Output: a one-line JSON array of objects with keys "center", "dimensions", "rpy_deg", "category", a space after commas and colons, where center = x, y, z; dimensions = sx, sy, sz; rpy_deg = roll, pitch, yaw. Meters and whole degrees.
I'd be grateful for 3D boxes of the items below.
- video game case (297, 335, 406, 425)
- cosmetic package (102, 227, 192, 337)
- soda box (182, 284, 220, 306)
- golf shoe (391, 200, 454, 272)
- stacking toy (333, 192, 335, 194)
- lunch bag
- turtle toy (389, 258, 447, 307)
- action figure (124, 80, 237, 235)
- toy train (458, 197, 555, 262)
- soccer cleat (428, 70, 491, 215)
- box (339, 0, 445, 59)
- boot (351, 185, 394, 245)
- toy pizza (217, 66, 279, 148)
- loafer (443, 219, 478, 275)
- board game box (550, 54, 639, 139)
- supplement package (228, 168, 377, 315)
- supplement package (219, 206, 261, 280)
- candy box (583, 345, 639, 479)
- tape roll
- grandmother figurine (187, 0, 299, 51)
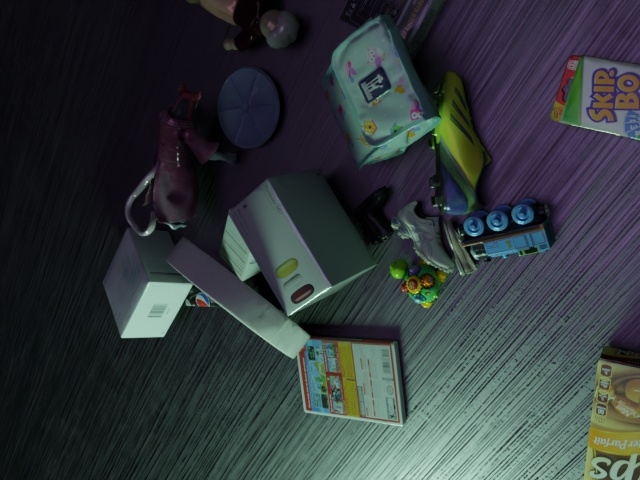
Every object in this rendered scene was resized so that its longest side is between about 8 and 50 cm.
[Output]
[{"center": [0.070, 0.343, 1.422], "dimensions": [0.285, 0.025, 0.204], "rpy_deg": [-3, 97, 33], "category": "video game case"}, {"center": [-0.503, 0.122, 1.645], "dimensions": [0.224, 0.138, 0.225], "rpy_deg": [-57, 47, 27], "category": "cosmetic package"}, {"center": [-0.313, 0.154, 1.611], "dimensions": [0.168, 0.060, 0.053], "rpy_deg": [-3, 98, 33], "category": "soda box"}, {"center": [0.234, -0.010, 1.231], "dimensions": [0.176, 0.069, 0.086], "rpy_deg": [47, 113, 15], "category": "golf shoe"}, {"center": [0.000, 0.000, 1.393], "dimensions": [0.167, 0.052, 0.221], "rpy_deg": [-32, 83, 34], "category": "stacking toy"}, {"center": [0.119, -0.288, 1.134], "dimensions": [0.224, 0.160, 0.262], "rpy_deg": [67, 165, 3], "category": "lunch bag"}, {"center": [0.209, 0.086, 1.258], "dimensions": [0.130, 0.066, 0.095], "rpy_deg": [40, 119, 36], "category": "turtle toy"}, {"center": [-0.386, -0.235, 1.478], "dimensions": [0.248, 0.275, 0.370], "rpy_deg": [38, 130, 28], "category": "action figure"}, {"center": [0.367, -0.016, 1.137], "dimensions": [0.184, 0.080, 0.105], "rpy_deg": [-16, 96, 33], "category": "toy train"}, {"center": [0.284, -0.196, 1.167], "dimensions": [0.121, 0.093, 0.289], "rpy_deg": [-1, 94, 2], "category": "soccer cleat"}, {"center": [0.168, -0.523, 1.184], "dimensions": [0.183, 0.056, 0.231], "rpy_deg": [38, 117, 21], "category": "box"}, {"center": [0.132, -0.053, 1.299], "dimensions": [0.121, 0.045, 0.099], "rpy_deg": [-42, 73, 38], "category": "boot"}, {"center": [-0.180, -0.336, 1.455], "dimensions": [0.201, 0.032, 0.201], "rpy_deg": [6, 101, 32], "category": "toy pizza"}, {"center": [0.296, 0.011, 1.211], "dimensions": [0.039, 0.045, 0.125], "rpy_deg": [-18, 95, 17], "category": "loafer"}, {"center": [0.549, -0.245, 1.006], "dimensions": [0.259, 0.039, 0.124], "rpy_deg": [22, 109, 31], "category": "board game box"}, {"center": [-0.036, -0.003, 1.260], "dimensions": [0.145, 0.204, 0.262], "rpy_deg": [-37, 81, 33], "category": "supplement package"}, {"center": [-0.172, -0.004, 1.430], "dimensions": [0.105, 0.105, 0.179], "rpy_deg": [46, 142, 19], "category": "supplement package"}, {"center": [0.596, 0.371, 1.052], "dimensions": [0.182, 0.087, 0.317], "rpy_deg": [8, 103, 31], "category": "candy box"}, {"center": [-0.193, 0.136, 1.354], "dimensions": [0.392, 0.392, 0.072], "rpy_deg": [35, 81, 23], "category": "tape roll"}, {"center": [-0.186, -0.556, 1.382], "dimensions": [0.342, 0.104, 0.208], "rpy_deg": [36, 124, 25], "category": "grandmother figurine"}]
